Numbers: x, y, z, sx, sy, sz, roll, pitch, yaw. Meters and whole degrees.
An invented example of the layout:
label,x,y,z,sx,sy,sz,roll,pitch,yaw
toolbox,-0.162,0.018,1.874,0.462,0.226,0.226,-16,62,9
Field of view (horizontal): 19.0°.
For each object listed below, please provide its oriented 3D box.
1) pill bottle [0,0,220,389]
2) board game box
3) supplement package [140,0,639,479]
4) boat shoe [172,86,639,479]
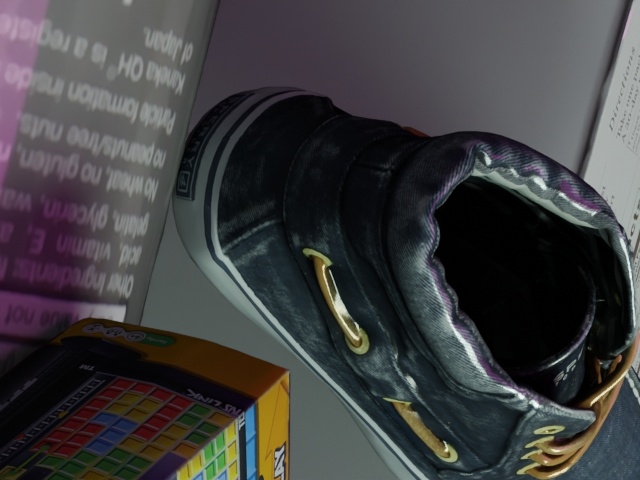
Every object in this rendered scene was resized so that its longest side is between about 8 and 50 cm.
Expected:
label,x,y,z,sx,sy,sz,roll,pitch,yaw
pill bottle,-0.122,-0.003,0.393,0.176,0.176,0.318,11,93,-65
board game box,-0.056,0.119,0.322,0.141,0.048,0.170,-42,138,-55
supplement package,0.000,0.000,0.615,0.145,0.204,0.262,26,80,-67
boat shoe,0.048,0.032,0.447,0.183,0.083,0.065,39,74,-39
